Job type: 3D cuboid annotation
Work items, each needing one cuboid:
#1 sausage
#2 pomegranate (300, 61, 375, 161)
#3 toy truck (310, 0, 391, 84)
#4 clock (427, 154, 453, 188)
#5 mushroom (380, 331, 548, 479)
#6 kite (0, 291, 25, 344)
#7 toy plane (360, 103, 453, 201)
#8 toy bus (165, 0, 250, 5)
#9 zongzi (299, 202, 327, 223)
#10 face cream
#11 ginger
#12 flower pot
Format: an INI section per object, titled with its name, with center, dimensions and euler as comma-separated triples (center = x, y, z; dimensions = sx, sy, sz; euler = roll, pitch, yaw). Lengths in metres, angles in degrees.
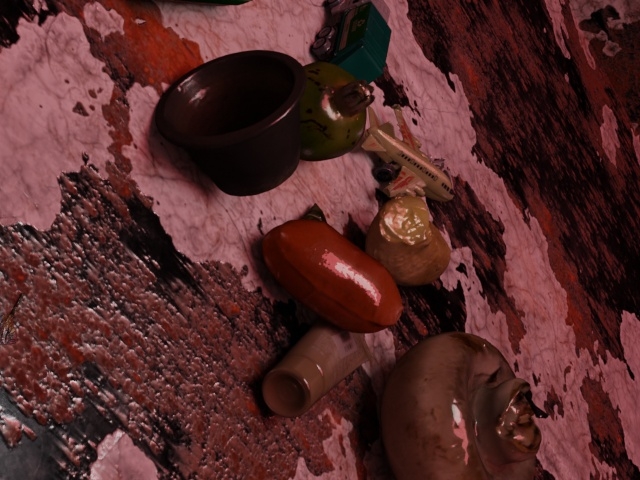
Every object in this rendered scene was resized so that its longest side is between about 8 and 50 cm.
[sausage]
center = 0.018, 0.061, 1.646
dimensions = 0.258, 0.133, 0.133
euler = 36, 42, -13
[pomegranate]
center = 0.012, -0.229, 1.742
dimensions = 0.180, 0.209, 0.180
euler = 14, 67, -36
[toy truck]
center = 0.067, -0.394, 1.989
dimensions = 0.114, 0.124, 0.253
euler = 47, 42, -36
[clock]
center = 0.250, -0.141, 2.208
dimensions = 0.129, 0.041, 0.087
euler = 14, 67, -59
[mushroom]
center = 0.274, 0.331, 1.775
dimensions = 0.362, 0.294, 0.362
euler = 34, 46, -46
[kite]
center = -0.371, 0.090, 1.198
dimensions = 0.044, 0.002, 0.078
euler = 32, 51, -45
[toy plane]
center = 0.173, -0.154, 2.042
dimensions = 0.256, 0.104, 0.242
euler = 46, 38, -35
[toy bus]
center = -0.184, -0.465, 1.609
dimensions = 0.305, 0.143, 0.179
euler = -21, 96, -63
[zongzi]
center = 0.000, 0.000, 1.759
dimensions = 0.109, 0.055, 0.119
euler = 66, 22, -13
[face cream]
center = 0.008, 0.187, 1.661
dimensions = 0.137, 0.084, 0.341
euler = 67, 25, -5
[ginger]
center = 0.165, 0.010, 1.918
dimensions = 0.138, 0.152, 0.267
euler = 55, 7, 24
[flower pot]
center = -0.116, -0.164, 1.543
dimensions = 0.235, 0.235, 0.148
euler = -72, 151, -43
